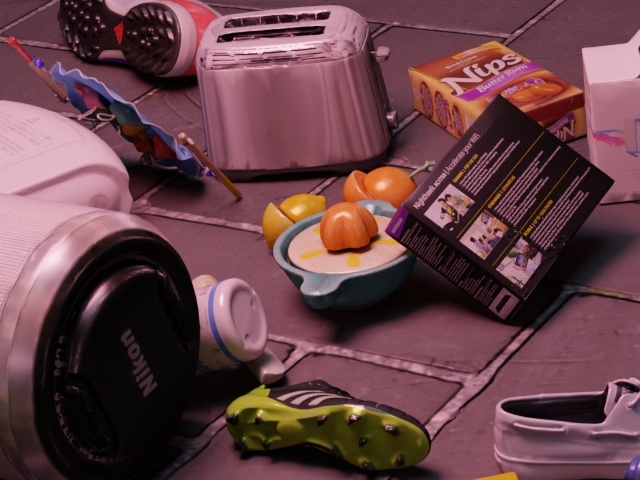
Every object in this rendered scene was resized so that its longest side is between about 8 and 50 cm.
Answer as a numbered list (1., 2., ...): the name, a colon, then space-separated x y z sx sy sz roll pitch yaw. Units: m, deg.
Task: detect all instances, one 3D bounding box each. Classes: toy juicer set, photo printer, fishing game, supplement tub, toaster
1. toy juicer set: 0.000 0.000 1.752 0.329 0.089 0.209 -30 34 -34
2. photo printer: -0.353 -0.037 1.914 0.307 0.107 0.256 -24 31 -29
3. fishing game: -0.200 -0.112 1.972 0.264 0.189 0.041 30 80 27
4. supplement tub: -0.104 0.077 1.625 0.107 0.071 0.071 -18 21 27
5. toaster: -0.037 -0.151 1.996 0.227 0.146 0.129 -3 27 12

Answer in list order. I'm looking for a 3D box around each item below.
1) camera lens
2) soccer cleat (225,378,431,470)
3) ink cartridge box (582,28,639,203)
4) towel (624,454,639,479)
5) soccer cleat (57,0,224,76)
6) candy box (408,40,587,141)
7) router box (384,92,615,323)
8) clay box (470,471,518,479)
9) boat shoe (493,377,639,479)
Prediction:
1. camera lens: -0.250 0.073 1.540 0.274 0.219 0.219 9 32 32
2. soccer cleat: 0.010 0.136 1.517 0.179 0.060 0.072 4 28 30
3. ink cartridge box: 0.295 -0.121 1.836 0.090 0.143 0.092 -6 27 5
4. towel: 0.378 0.155 1.255 0.336 0.040 0.243 2 -4 20
5. soccer cleat: -0.206 -0.255 2.327 0.116 0.108 0.318 0 15 -35
6. candy box: 0.180 -0.144 2.022 0.109 0.053 0.187 -19 27 -18
7. router box: 0.158 -0.031 1.707 0.133 0.046 0.179 38 52 5
8. clay box: 0.122 0.253 1.175 0.053 0.127 0.222 -10 26 -1
9. boat shoe: 0.219 0.133 1.450 0.184 0.063 0.066 -3 27 12
